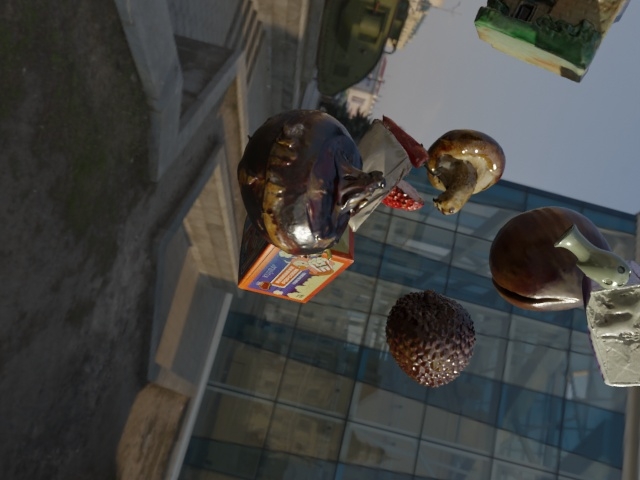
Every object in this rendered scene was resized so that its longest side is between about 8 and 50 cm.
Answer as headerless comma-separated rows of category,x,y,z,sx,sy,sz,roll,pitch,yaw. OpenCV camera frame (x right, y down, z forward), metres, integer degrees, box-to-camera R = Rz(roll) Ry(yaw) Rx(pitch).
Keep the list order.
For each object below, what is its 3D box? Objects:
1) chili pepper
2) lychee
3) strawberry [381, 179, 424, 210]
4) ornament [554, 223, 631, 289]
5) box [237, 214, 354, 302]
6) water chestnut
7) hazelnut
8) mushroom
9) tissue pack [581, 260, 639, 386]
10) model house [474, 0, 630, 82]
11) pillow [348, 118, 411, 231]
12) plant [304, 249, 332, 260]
chili pepper,0.255,-0.280,1.583,0.051,0.268,0.059,-8,146,-54
lychee,0.286,0.254,1.406,0.236,0.236,0.271,-78,159,-67
strawberry,0.296,-0.166,2.086,0.111,0.190,0.236,-57,-144,19
ornament,0.582,0.041,1.155,0.075,0.156,0.081,-36,163,-44
box,-0.083,-0.026,1.716,0.349,0.257,0.318,-44,-145,52
water chestnut,-0.010,-0.107,1.069,0.300,0.300,0.299,-165,-90,-89
hazelnut,0.846,0.063,2.004,0.402,0.430,0.401,172,-90,-87
mushroom,0.464,-0.218,1.728,0.267,0.268,0.254,124,-44,-86
tissue pack,0.756,0.198,1.366,0.338,0.160,0.241,-15,94,-64
model house,0.574,-0.586,1.316,0.280,0.312,0.245,-63,160,14
pillow,0.119,-0.175,1.428,0.270,0.173,0.067,-46,-173,-14
plant,0.000,0.000,1.408,0.105,0.122,0.116,4,-114,49
